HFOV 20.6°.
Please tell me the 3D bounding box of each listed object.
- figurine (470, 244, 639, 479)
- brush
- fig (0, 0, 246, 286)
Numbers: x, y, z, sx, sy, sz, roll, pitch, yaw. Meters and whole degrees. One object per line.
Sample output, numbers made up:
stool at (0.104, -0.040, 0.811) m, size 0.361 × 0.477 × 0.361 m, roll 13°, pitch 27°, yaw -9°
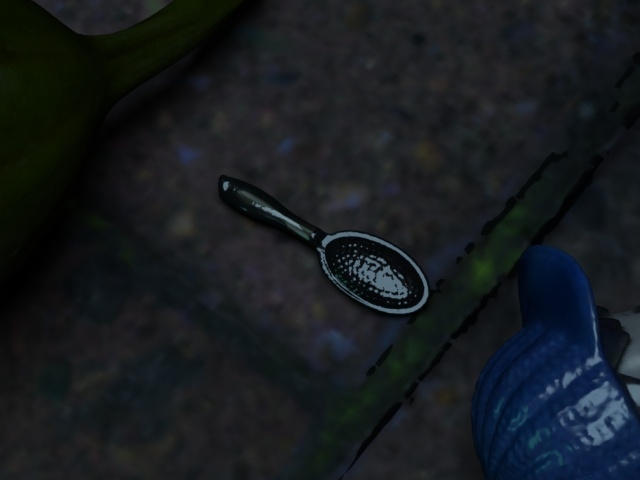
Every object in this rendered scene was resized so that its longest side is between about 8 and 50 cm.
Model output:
figurine at (0.118, 0.045, 0.531) m, size 0.149 × 0.087 × 0.086 m, roll -3°, pitch 28°, yaw -12°
brush at (0.000, 0.000, 0.586) m, size 0.083 × 0.008 × 0.024 m, roll 31°, pitch 74°, yaw 15°
fig at (-0.113, -0.038, 0.569) m, size 0.259 × 0.151 × 0.151 m, roll -13°, pitch 63°, yaw -33°
